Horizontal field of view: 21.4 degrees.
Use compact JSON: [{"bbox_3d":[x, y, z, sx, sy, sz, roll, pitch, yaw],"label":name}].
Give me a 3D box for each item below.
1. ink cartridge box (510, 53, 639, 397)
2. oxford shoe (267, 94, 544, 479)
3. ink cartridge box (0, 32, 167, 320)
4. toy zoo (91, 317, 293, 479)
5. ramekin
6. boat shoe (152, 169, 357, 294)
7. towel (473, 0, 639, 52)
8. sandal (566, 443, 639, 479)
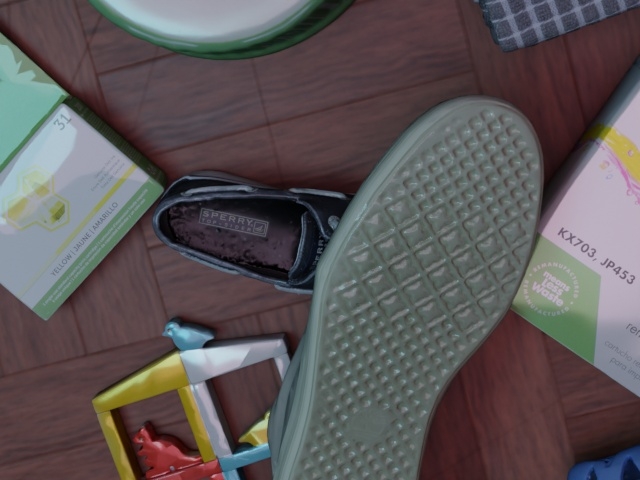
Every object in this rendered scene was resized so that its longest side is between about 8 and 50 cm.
[{"bbox_3d":[0.325,-0.050,1.450,0.207,0.119,0.353,34,101,0],"label":"ink cartridge box"},{"bbox_3d":[0.056,0.073,1.434,0.169,0.130,0.449,14,113,-12],"label":"oxford shoe"},{"bbox_3d":[-0.280,-0.068,1.527,0.235,0.056,0.171,41,102,-10],"label":"ink cartridge box"},{"bbox_3d":[-0.090,0.210,1.581,0.192,0.030,0.293,-19,98,8],"label":"toy zoo"},{"bbox_3d":[-0.090,-0.298,1.428,0.303,0.148,0.303,1,100,5],"label":"ramekin"},{"bbox_3d":[0.000,0.000,1.497,0.301,0.102,0.108,13,101,3],"label":"boat shoe"},{"bbox_3d":[0.210,-0.305,1.372,0.235,0.121,0.284,-21,116,6],"label":"towel"},{"bbox_3d":[0.373,0.187,1.505,0.317,0.126,0.138,-12,63,14],"label":"sandal"}]
